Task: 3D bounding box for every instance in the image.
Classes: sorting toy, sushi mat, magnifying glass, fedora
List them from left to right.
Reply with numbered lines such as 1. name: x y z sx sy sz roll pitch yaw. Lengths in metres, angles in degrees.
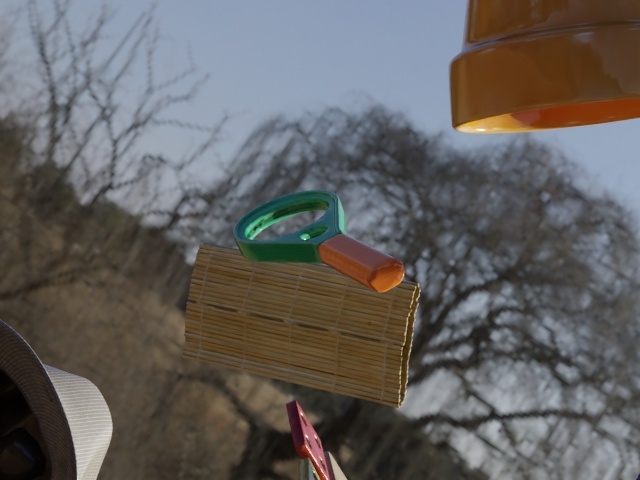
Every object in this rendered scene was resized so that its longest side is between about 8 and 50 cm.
1. fedora: -0.269 0.184 1.084 0.243 0.275 0.124 56 26 16
2. sushi mat: -0.031 0.100 1.584 0.317 0.151 0.019 10 2 28
3. magnifying glass: 0.000 0.000 0.999 0.231 0.092 0.026 30 -37 62
4. sorting toy: 0.018 0.239 0.919 0.132 0.046 0.274 -107 171 -52

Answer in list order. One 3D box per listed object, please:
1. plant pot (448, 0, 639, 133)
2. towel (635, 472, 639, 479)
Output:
1. plant pot: 0.199 -0.193 1.040 0.205 0.187 0.205 -6 -1 0
2. towel: 0.483 0.355 1.512 0.308 0.227 0.076 17 15 -18
